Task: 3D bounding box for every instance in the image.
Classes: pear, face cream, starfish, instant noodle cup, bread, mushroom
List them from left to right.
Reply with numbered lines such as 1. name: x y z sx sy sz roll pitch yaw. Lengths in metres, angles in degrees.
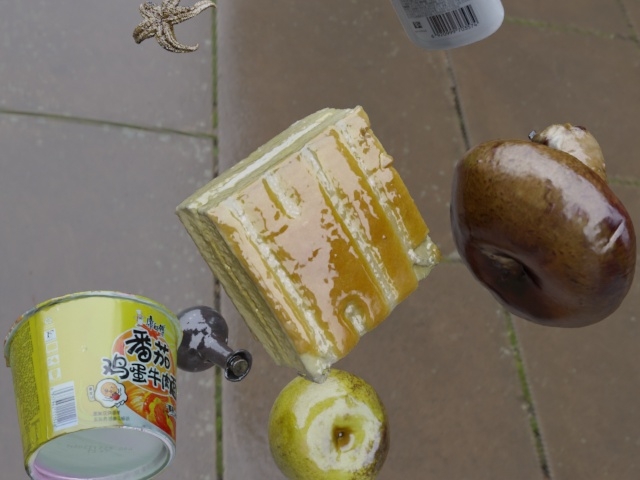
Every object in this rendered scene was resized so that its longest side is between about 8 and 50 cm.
1. instant noodle cup: -0.312 0.223 1.464 0.265 0.264 0.200 0 52 -19
2. starfish: -0.139 -0.205 0.968 0.091 0.028 0.078 -15 63 23
3. bread: 0.000 0.000 1.202 0.239 0.111 0.246 -37 110 -23
4. pear: 0.009 0.297 1.615 0.197 0.197 0.197 10 47 -10
5. face cream: 0.132 -0.376 1.357 0.144 0.291 0.071 -11 46 28
6. mushroom: 0.282 -0.028 1.265 0.267 0.254 0.267 32 3 -2

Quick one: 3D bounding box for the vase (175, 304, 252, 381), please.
1. vase: -0.189 0.185 1.780 0.120 0.120 0.183 -22 30 -33
